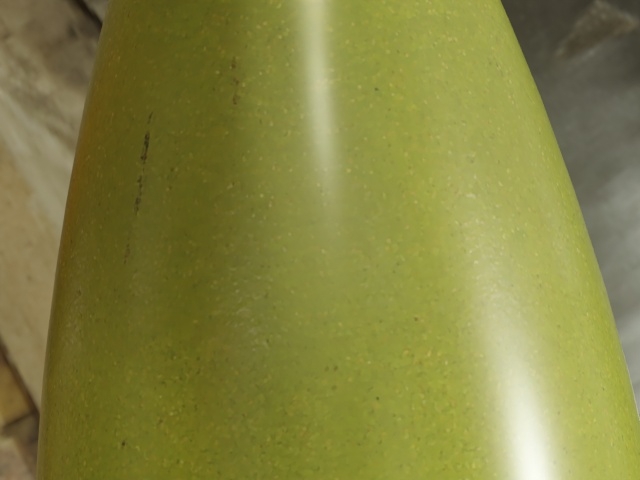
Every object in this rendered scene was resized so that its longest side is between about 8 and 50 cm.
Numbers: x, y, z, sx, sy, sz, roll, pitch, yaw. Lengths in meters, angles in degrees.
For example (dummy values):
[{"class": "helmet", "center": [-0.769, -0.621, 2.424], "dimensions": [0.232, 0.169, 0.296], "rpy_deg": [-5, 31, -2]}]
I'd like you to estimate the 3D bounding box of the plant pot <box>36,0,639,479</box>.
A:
[{"class": "plant pot", "center": [0.000, 0.000, 0.694], "dimensions": [0.275, 0.293, 0.275], "rpy_deg": [-5, -176, 0]}]
